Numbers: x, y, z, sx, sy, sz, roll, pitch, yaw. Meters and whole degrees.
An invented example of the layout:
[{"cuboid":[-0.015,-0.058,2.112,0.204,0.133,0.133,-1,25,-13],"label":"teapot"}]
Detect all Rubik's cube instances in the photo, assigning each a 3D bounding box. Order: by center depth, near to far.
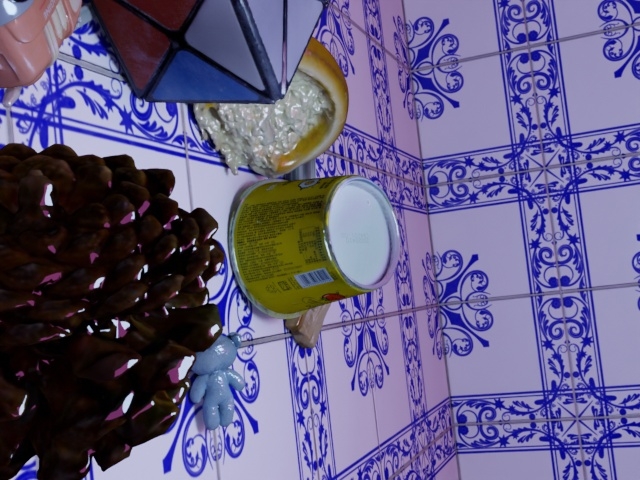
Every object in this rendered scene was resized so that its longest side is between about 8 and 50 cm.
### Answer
[{"cuboid":[-0.194,-0.444,1.433,0.307,0.305,0.310,70,33,-46],"label":"Rubik's cube"}]

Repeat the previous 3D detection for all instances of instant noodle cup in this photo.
[{"cuboid":[0.000,0.000,1.796,0.325,0.254,0.326,14,71,-46],"label":"instant noodle cup"}]

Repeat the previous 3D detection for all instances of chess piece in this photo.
[{"cuboid":[-0.015,0.113,2.063,0.137,0.137,0.301,48,50,-56],"label":"chess piece"}]

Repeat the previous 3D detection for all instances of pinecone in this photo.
[{"cuboid":[-0.304,0.094,0.941,0.397,0.397,0.398,-8,90,-69],"label":"pinecone"}]

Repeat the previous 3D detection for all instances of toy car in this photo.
[{"cuboid":[-0.412,-0.319,1.080,0.212,0.180,0.271,73,21,-51],"label":"toy car"}]

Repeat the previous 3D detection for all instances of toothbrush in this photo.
[{"cuboid":[-0.353,-0.446,1.473,0.386,0.040,0.040,-60,138,-53],"label":"toothbrush"}]

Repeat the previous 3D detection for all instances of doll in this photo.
[{"cuboid":[-0.201,0.259,1.559,0.120,0.075,0.180,-7,101,-30],"label":"doll"}]

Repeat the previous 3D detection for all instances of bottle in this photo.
[{"cuboid":[-0.044,-0.172,2.098,0.096,0.079,0.254,9,69,-30],"label":"bottle"}]

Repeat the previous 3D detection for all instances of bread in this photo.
[{"cuboid":[-0.126,-0.313,1.804,0.245,0.329,0.424,46,1,31],"label":"bread"}]

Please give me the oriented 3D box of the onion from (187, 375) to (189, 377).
[{"cuboid":[-0.274,0.167,1.375,0.150,0.140,0.150,-176,-90,-69],"label":"onion"}]
